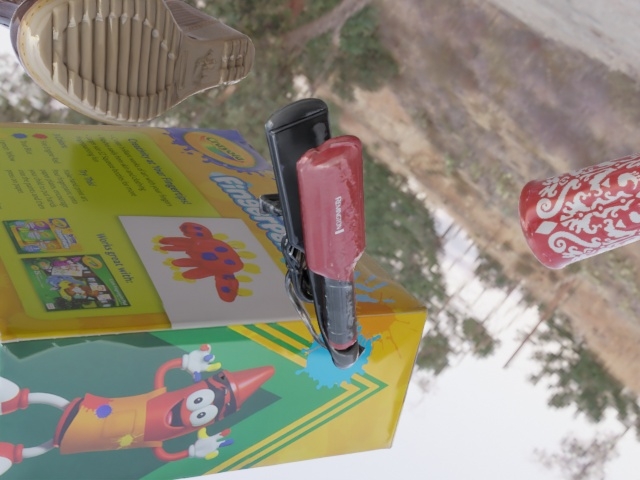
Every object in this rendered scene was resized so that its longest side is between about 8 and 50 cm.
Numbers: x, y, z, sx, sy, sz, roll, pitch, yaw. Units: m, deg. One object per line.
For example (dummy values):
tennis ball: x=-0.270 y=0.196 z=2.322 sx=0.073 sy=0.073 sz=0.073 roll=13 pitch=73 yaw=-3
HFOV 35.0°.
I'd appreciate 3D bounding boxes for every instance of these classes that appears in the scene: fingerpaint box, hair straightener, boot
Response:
fingerpaint box: x=-0.175 y=0.037 z=0.988 sx=0.371 sy=0.163 sz=0.445 roll=-2 pitch=-153 yaw=-30
hair straightener: x=0.000 y=0.000 z=0.644 sx=0.089 sy=0.047 sz=0.230 roll=53 pitch=165 yaw=39
boot: x=-0.185 y=-0.146 z=0.706 sx=0.207 sy=0.090 sz=0.248 roll=18 pitch=-167 yaw=21

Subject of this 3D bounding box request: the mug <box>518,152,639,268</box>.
mug: x=0.341 y=-0.051 z=1.195 sx=0.113 sy=0.169 sz=0.150 roll=54 pitch=-133 yaw=-15
